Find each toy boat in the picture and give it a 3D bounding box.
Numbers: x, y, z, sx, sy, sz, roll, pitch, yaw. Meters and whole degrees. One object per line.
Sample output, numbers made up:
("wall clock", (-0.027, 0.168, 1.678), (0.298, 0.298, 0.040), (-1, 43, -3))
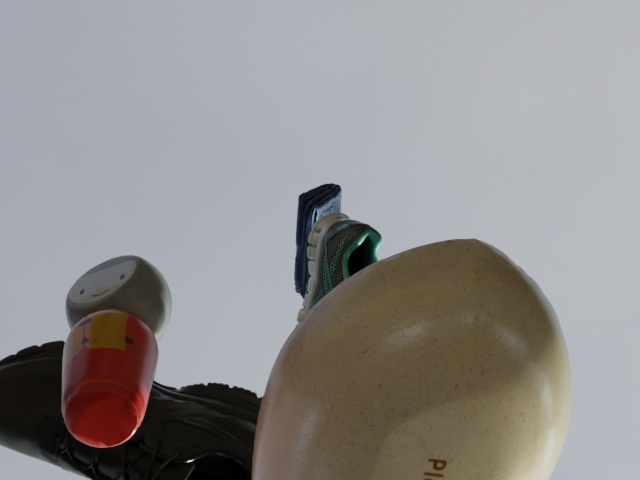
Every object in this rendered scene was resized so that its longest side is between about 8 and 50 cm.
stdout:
("toy boat", (-0.005, 0.091, 0.773), (0.318, 0.268, 0.148), (15, -153, -12))

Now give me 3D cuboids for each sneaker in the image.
("sneaker", (0.022, 0.058, 1.117), (0.065, 0.076, 0.167), (1, -90, -32))
("sneaker", (-0.162, 0.170, 1.066), (0.286, 0.109, 0.130), (12, -155, -14))

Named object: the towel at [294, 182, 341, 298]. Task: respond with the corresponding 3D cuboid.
("towel", (0.000, 0.000, 1.358), (0.029, 0.119, 0.067), (18, -151, 30))
